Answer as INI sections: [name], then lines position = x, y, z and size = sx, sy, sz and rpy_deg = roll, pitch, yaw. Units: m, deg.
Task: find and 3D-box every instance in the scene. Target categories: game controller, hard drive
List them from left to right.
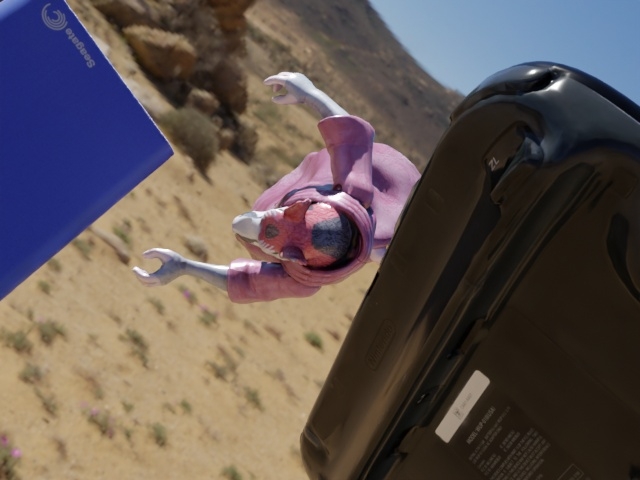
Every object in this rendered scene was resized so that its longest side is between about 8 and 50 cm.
[hard drive]
position = -0.305, -0.070, 0.852
size = 0.040, 0.318, 0.210
rpy_deg = -11, -60, 53
[game controller]
position = 0.083, 0.077, 0.428
size = 0.166, 0.319, 0.067
rpy_deg = 36, 48, 14

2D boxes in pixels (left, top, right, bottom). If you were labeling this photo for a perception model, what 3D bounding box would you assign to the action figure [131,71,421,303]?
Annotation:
[action figure]
position = 0.000, 0.000, 0.954
size = 0.276, 0.248, 0.370
rpy_deg = 36, 9, -3
